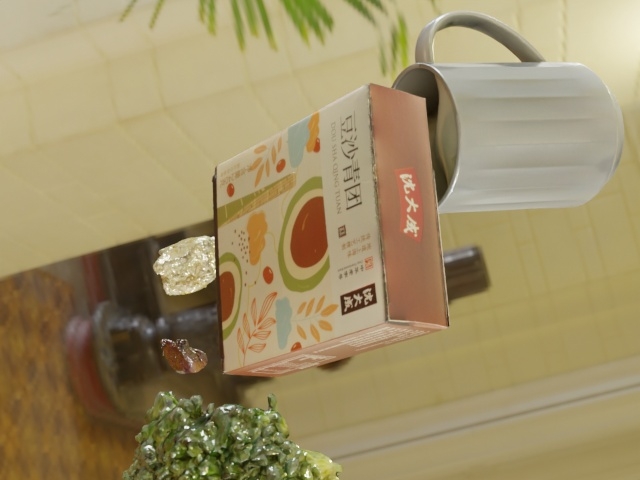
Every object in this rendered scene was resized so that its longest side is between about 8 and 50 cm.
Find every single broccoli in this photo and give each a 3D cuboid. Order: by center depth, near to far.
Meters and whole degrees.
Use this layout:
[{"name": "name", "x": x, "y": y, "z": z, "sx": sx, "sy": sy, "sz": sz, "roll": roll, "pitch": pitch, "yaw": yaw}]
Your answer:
[{"name": "broccoli", "x": -0.093, "y": 0.330, "z": 1.335, "sx": 0.324, "sy": 0.272, "sz": 0.334, "roll": -179, "pitch": -104, "yaw": -76}]

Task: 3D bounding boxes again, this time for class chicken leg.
[{"name": "chicken leg", "x": -0.259, "y": 0.219, "z": 2.201, "sx": 0.093, "sy": 0.053, "sz": 0.205, "roll": 43, "pitch": -23, "yaw": -12}]

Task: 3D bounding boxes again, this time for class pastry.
[{"name": "pastry", "x": -0.221, "y": 0.037, "z": 2.000, "sx": 0.089, "sy": 0.121, "sz": 0.258, "roll": 60, "pitch": -3, "yaw": -7}]

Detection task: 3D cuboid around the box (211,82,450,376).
[{"name": "box", "x": 0.000, "y": 0.000, "z": 1.726, "sx": 0.122, "sy": 0.385, "sz": 0.344, "roll": 10, "pitch": 68, "yaw": -39}]

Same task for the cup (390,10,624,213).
[{"name": "cup", "x": 0.285, "y": -0.204, "z": 1.845, "sx": 0.237, "sy": 0.327, "sz": 0.323, "roll": -20, "pitch": -103, "yaw": 63}]
